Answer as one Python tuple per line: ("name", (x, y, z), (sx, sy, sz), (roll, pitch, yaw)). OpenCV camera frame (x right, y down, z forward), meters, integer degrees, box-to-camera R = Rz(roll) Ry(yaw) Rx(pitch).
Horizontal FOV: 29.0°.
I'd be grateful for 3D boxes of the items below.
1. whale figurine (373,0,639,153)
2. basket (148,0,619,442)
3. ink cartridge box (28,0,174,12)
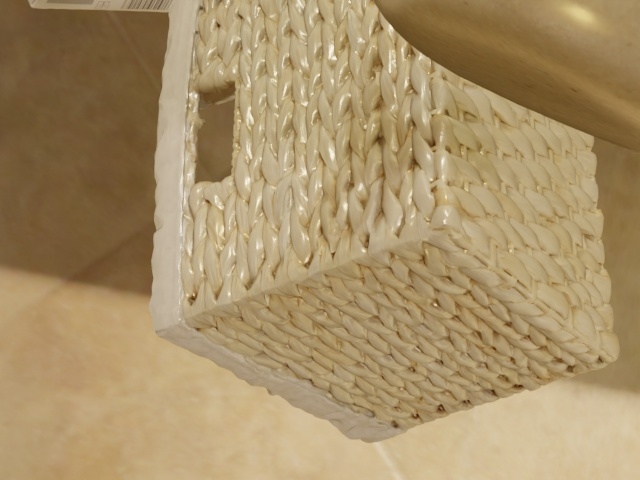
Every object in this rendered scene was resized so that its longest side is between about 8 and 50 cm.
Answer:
("whale figurine", (0.143, -0.093, 0.427), (0.216, 0.272, 0.141), (28, 97, 50))
("basket", (0.063, -0.042, 1.043), (0.266, 0.331, 0.328), (-17, 58, 29))
("ink cartridge box", (-0.274, -0.362, 1.418), (0.056, 0.181, 0.224), (-53, 54, 44))
